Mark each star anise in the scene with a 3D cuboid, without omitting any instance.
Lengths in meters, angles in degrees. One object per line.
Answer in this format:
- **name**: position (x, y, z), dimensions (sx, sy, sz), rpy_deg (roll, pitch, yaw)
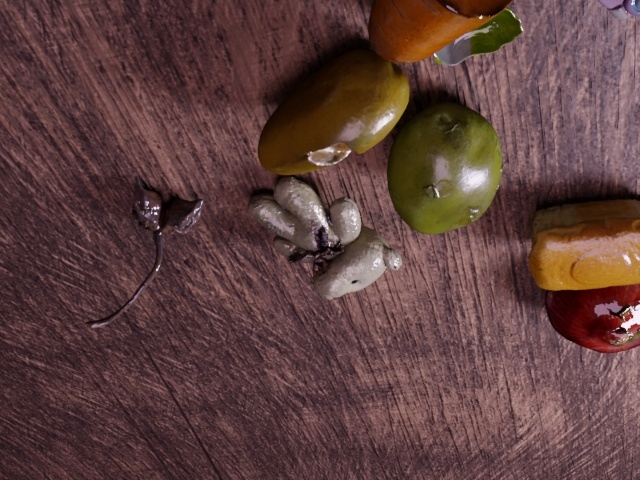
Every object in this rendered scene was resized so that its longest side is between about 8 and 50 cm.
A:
- **star anise**: position (-0.313, 0.030, 1.852), dimensions (0.218, 0.227, 0.148), rpy_deg (-10, 152, 32)

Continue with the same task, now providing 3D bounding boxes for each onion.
- **onion**: position (0.546, 0.129, 2.054), dimensions (0.248, 0.161, 0.248), rpy_deg (18, 152, 10)

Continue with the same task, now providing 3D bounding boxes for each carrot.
- **carrot**: position (0.143, -0.312, 1.426), dimensions (0.159, 0.159, 0.225), rpy_deg (13, 153, -19)

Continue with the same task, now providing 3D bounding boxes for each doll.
- **doll**: position (-0.003, 0.002, 1.883), dimensions (0.278, 0.149, 0.175), rpy_deg (37, 165, -24)

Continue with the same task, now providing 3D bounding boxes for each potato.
- **potato**: position (0.197, -0.108, 1.704), dimensions (0.186, 0.149, 0.253), rpy_deg (-6, 145, 12)

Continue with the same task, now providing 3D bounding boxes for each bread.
- **bread**: position (0.490, 0.007, 1.896), dimensions (0.245, 0.121, 0.174), rpy_deg (-2, 146, 6)

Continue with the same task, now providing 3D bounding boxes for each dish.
- **dish**: position (0.216, -0.300, 1.523), dimensions (0.137, 0.039, 0.091), rpy_deg (-27, 142, 34)

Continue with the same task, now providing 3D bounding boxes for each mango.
- **mango**: position (0.015, -0.183, 1.595), dimensions (0.262, 0.167, 0.130), rpy_deg (-25, 124, 36)

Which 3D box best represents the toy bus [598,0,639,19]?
- **toy bus**: position (0.417, -0.383, 1.311), dimensions (0.202, 0.142, 0.142), rpy_deg (-24, 132, 33)
